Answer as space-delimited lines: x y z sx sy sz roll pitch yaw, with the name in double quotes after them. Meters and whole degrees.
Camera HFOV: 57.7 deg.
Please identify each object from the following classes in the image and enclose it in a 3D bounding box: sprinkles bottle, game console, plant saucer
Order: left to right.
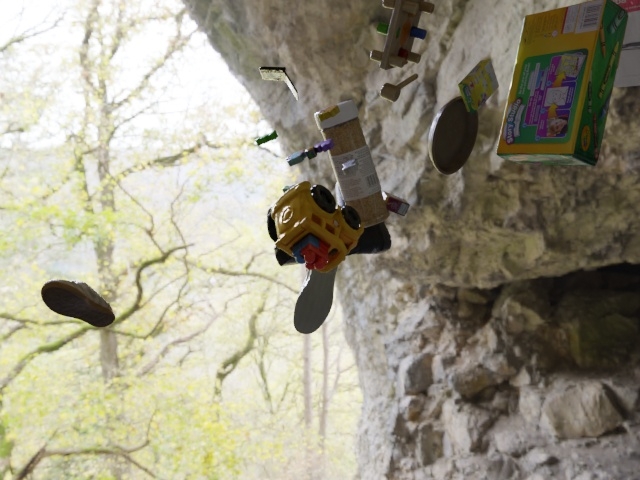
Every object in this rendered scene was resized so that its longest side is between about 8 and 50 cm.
-0.115 -0.443 1.644 0.107 0.071 0.122 1 2 -1 "game console"
0.094 -0.217 1.674 0.121 0.355 0.121 -18 13 4 "sprinkles bottle"
0.462 -0.368 2.030 0.278 0.278 0.041 -12 27 -44 "plant saucer"

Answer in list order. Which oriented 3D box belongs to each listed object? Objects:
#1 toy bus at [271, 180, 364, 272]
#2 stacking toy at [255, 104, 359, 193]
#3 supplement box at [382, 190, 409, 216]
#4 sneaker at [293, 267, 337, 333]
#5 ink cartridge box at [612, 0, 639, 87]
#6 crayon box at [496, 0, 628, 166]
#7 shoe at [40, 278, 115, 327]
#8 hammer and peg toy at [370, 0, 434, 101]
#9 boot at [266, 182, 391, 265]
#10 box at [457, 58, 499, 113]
0.000 0.000 1.380 0.220 0.211 0.149 32 -56 -31 "toy bus"
-0.028 -0.221 1.451 0.221 0.167 0.052 -19 25 14 "stacking toy"
0.229 -0.115 1.814 0.083 0.043 0.055 20 17 -17 "supplement box"
-0.008 0.132 1.770 0.108 0.292 0.169 18 4 -4 "sneaker"
0.728 -0.530 1.353 0.117 0.207 0.283 4 -34 35 "ink cartridge box"
0.438 -0.281 1.065 0.081 0.278 0.165 11 1 -34 "crayon box"
-0.536 0.131 1.281 0.076 0.058 0.219 -27 -31 2 "shoe"
0.287 -0.708 2.120 0.127 0.361 0.266 23 30 19 "hammer and peg toy"
0.001 -0.089 2.087 0.445 0.367 0.146 -7 -36 -32 "boot"
0.509 -0.496 1.884 0.043 0.105 0.179 5 44 47 "box"
